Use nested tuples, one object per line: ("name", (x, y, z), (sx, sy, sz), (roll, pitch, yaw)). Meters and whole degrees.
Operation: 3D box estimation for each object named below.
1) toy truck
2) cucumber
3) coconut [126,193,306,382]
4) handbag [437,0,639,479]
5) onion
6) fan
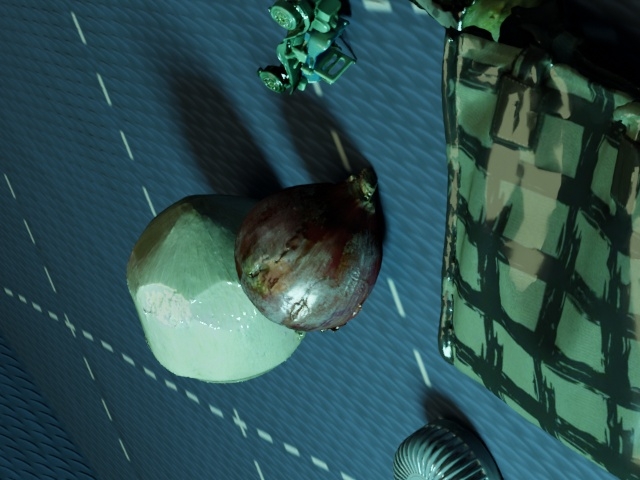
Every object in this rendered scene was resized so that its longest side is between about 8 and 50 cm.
("toy truck", (-0.004, -0.197, 1.862), (0.078, 0.080, 0.154), (34, 153, 10))
("cucumber", (0.085, -0.236, 1.605), (0.265, 0.077, 0.077), (44, 153, 42))
("coconut", (-0.121, 0.046, 2.249), (0.224, 0.224, 0.234), (46, 153, 34))
("handbag", (0.225, 0.008, 1.469), (0.325, 0.162, 0.327), (32, 139, 49))
("onion", (0.000, 0.000, 2.021), (0.159, 0.159, 0.195), (53, 125, 22))
("fan", (0.176, 0.298, 2.078), (0.244, 0.074, 0.130), (43, 142, 29))
